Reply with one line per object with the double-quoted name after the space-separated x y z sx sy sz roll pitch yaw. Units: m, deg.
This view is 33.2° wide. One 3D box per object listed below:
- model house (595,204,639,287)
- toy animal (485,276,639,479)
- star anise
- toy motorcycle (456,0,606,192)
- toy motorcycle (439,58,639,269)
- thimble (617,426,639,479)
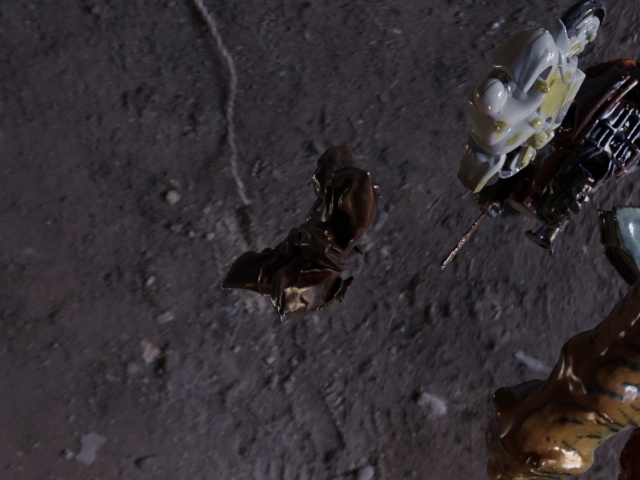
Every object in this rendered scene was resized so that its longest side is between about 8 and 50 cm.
0.483 0.003 1.624 0.106 0.152 0.165 -35 95 -6 "model house"
0.166 0.035 0.448 0.241 0.099 0.056 -51 44 30 "toy animal"
-0.002 0.003 1.227 0.129 0.283 0.212 37 98 -3 "star anise"
0.200 -0.140 1.071 0.074 0.151 0.228 47 137 24 "toy motorcycle"
0.316 -0.096 1.403 0.134 0.207 0.401 36 89 -13 "toy motorcycle"
0.485 0.294 1.354 0.190 0.125 0.163 10 84 39 "thimble"
